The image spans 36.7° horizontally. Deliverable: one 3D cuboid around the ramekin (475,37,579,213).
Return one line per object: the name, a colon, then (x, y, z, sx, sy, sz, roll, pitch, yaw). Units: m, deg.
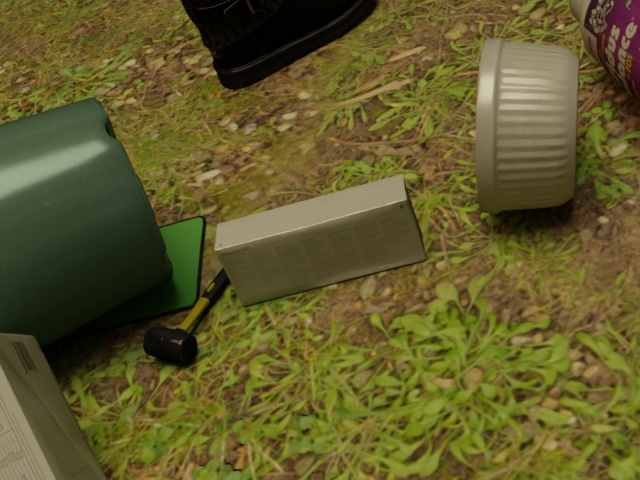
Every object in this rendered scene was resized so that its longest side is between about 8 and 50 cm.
ramekin: (0.246, -0.133, 1.133, 0.109, 0.207, 0.207, 2, 44, 15)

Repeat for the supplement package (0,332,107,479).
supplement package: (-0.379, 0.237, 0.946, 0.262, 0.198, 0.199, -28, -5, -6)

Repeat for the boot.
boot: (-0.076, -0.438, 1.596, 0.348, 0.260, 0.131, -37, 40, -17)

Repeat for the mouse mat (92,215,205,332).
mouse mat: (-0.231, 0.043, 1.316, 0.152, 0.007, 0.190, -15, 38, 10)

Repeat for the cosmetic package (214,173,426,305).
cosmetic package: (0.000, 0.000, 1.177, 0.238, 0.099, 0.060, -14, 39, 10)

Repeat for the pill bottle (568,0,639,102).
pill bottle: (0.432, -0.265, 1.216, 0.169, 0.169, 0.302, -22, 37, 1)

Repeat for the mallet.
mallet: (-0.158, 0.079, 1.217, 0.062, 0.039, 0.190, 2, 40, 23)

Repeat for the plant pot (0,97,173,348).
plant pot: (-0.385, -0.003, 1.206, 0.334, 0.341, 0.341, -25, 38, -13)
